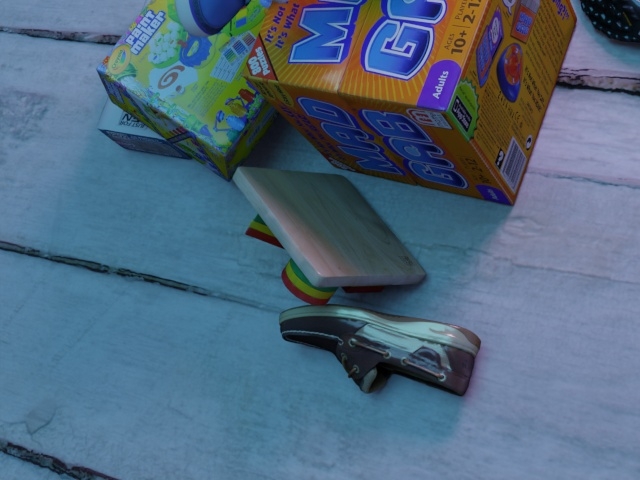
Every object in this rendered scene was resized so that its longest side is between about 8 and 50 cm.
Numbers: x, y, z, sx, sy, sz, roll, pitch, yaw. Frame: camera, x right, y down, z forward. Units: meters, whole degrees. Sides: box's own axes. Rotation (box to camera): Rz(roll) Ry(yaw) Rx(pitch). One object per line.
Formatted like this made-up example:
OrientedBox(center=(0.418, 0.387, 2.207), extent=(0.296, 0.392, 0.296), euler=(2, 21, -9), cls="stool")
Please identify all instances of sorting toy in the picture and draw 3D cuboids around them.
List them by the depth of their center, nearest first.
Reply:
OrientedBox(center=(0.000, 0.000, 1.669), extent=(0.257, 0.255, 0.089), euler=(52, 123, 31), cls="sorting toy")

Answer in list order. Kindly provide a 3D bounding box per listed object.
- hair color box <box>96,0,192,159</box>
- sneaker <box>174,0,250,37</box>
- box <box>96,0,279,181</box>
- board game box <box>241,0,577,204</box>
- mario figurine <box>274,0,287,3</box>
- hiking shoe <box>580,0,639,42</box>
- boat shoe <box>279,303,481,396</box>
OrientedBox(center=(-0.293, -0.346, 2.020), extent=(0.173, 0.105, 0.347), euler=(12, 75, 27), cls="hair color box")
OrientedBox(center=(-0.067, -0.450, 1.522), extent=(0.236, 0.130, 0.323), euler=(9, 69, 35), cls="sneaker")
OrientedBox(center=(-0.197, -0.316, 1.843), extent=(0.279, 0.177, 0.290), euler=(35, 79, 5), cls="box")
OrientedBox(center=(0.159, -0.314, 1.644), extent=(0.356, 0.356, 0.356), euler=(15, 77, 31), cls="board game box")
OrientedBox(center=(0.001, -0.422, 1.400), extent=(0.320, 0.170, 0.198), euler=(2, 107, -2), cls="mario figurine")
OrientedBox(center=(0.542, -0.381, 1.656), extent=(0.132, 0.113, 0.304), euler=(-24, 50, -20), cls="hiking shoe")
OrientedBox(center=(0.081, 0.183, 1.630), extent=(0.342, 0.123, 0.123), euler=(8, 72, 21), cls="boat shoe")
